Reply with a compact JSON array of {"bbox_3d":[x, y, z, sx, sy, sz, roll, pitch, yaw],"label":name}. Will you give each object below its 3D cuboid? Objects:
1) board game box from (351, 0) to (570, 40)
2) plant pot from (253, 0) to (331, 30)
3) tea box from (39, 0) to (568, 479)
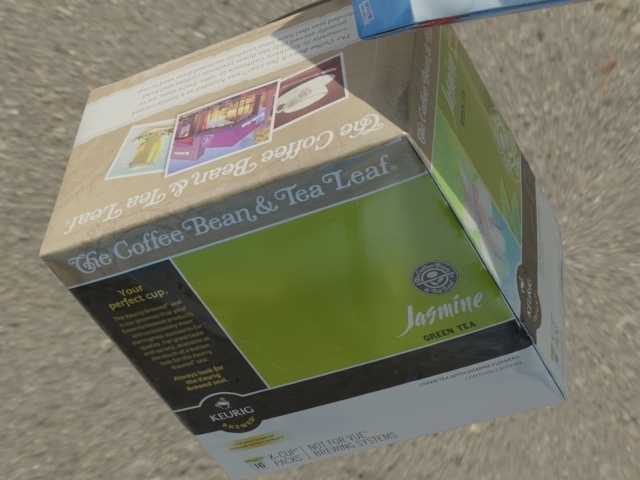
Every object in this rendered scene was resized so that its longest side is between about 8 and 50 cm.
[{"bbox_3d":[0.149,-0.323,1.151,0.302,0.086,0.308,-12,95,-26],"label":"board game box"},{"bbox_3d":[-0.002,-0.133,1.630,0.167,0.187,0.188,-5,75,27],"label":"plant pot"},{"bbox_3d":[0.000,0.000,1.329,0.329,0.220,0.323,-16,131,22],"label":"tea box"}]
